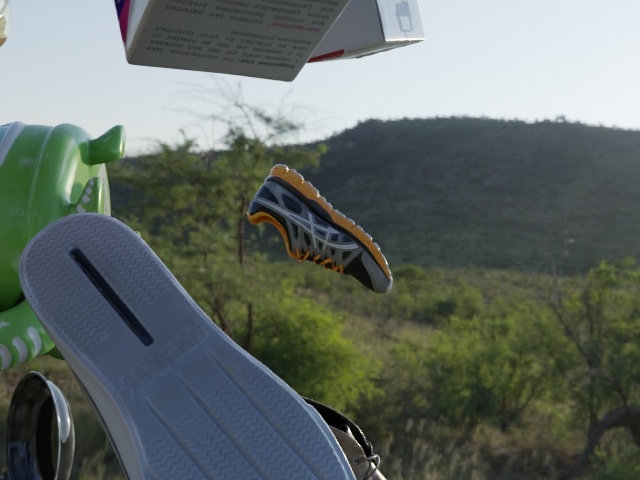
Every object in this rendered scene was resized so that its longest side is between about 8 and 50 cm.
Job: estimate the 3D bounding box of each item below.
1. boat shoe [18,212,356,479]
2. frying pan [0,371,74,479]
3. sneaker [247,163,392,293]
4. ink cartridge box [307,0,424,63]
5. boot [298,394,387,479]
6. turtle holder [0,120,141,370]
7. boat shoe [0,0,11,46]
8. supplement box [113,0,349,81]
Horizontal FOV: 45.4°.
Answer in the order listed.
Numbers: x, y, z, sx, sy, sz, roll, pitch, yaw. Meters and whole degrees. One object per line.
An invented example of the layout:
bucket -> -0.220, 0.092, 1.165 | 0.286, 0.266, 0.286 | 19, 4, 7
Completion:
boat shoe -> -0.071, 0.109, 0.454 | 0.109, 0.302, 0.094 | -32, -22, -17
frying pan -> -0.423, 0.341, 1.104 | 0.053, 0.326, 0.197 | 6, 25, -41
sneaker -> 0.000, 0.000, 0.967 | 0.215, 0.083, 0.084 | 40, -12, 10
ink cartridge box -> 0.056, -0.300, 1.078 | 0.128, 0.072, 0.175 | -9, 11, 27
boot -> 0.040, 0.276, 0.860 | 0.305, 0.115, 0.112 | 28, 7, -4
turtle holder -> -0.319, 0.026, 0.779 | 0.228, 0.320, 0.243 | 1, -28, -4
boat shoe -> -0.306, -0.277, 0.635 | 0.109, 0.098, 0.302 | -1, 46, -25
supplement box -> -0.025, -0.194, 0.388 | 0.114, 0.111, 0.220 | -2, -27, -32
